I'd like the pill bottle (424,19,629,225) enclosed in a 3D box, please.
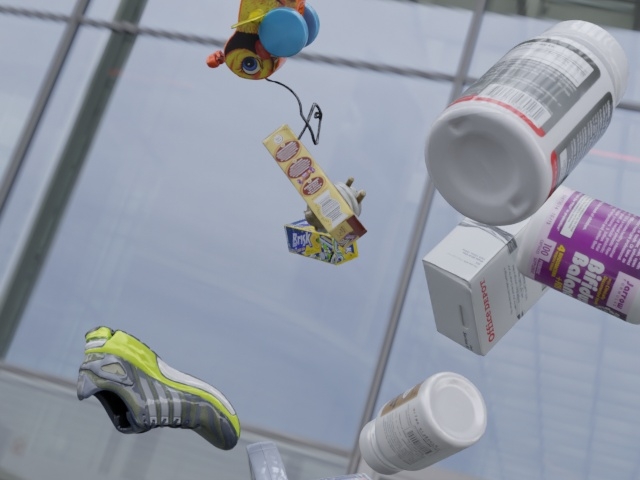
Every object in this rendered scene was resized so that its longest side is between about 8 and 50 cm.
[{"bbox_3d":[0.262,-0.153,1.416,0.161,0.283,0.161,22,-48,26],"label":"pill bottle"}]

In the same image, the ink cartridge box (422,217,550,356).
[{"bbox_3d":[0.335,0.040,2.161,0.121,0.289,0.211,27,-33,38],"label":"ink cartridge box"}]

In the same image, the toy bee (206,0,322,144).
[{"bbox_3d":[-0.088,-0.295,1.655,0.162,0.298,0.195,2,-2,12],"label":"toy bee"}]

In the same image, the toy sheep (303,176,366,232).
[{"bbox_3d":[0.027,-0.056,1.877,0.132,0.091,0.091,-22,4,-34],"label":"toy sheep"}]

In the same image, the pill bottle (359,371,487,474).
[{"bbox_3d":[0.168,0.320,1.968,0.131,0.131,0.229,25,-36,-20],"label":"pill bottle"}]

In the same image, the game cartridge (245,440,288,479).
[{"bbox_3d":[-0.066,0.445,1.794,0.060,0.196,0.294,-14,22,-7],"label":"game cartridge"}]

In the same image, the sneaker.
[{"bbox_3d":[-0.256,0.258,1.786,0.300,0.121,0.111,35,-34,-22],"label":"sneaker"}]

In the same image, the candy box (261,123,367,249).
[{"bbox_3d":[-0.008,-0.082,1.771,0.187,0.053,0.109,52,2,19],"label":"candy box"}]

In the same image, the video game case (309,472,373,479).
[{"bbox_3d":[0.087,0.512,2.192,0.183,0.023,0.201,5,22,-47],"label":"video game case"}]

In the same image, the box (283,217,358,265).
[{"bbox_3d":[0.000,0.000,2.162,0.054,0.059,0.169,-19,18,-30],"label":"box"}]

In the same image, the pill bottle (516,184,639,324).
[{"bbox_3d":[0.492,0.037,1.906,0.301,0.169,0.169,25,-17,20],"label":"pill bottle"}]
